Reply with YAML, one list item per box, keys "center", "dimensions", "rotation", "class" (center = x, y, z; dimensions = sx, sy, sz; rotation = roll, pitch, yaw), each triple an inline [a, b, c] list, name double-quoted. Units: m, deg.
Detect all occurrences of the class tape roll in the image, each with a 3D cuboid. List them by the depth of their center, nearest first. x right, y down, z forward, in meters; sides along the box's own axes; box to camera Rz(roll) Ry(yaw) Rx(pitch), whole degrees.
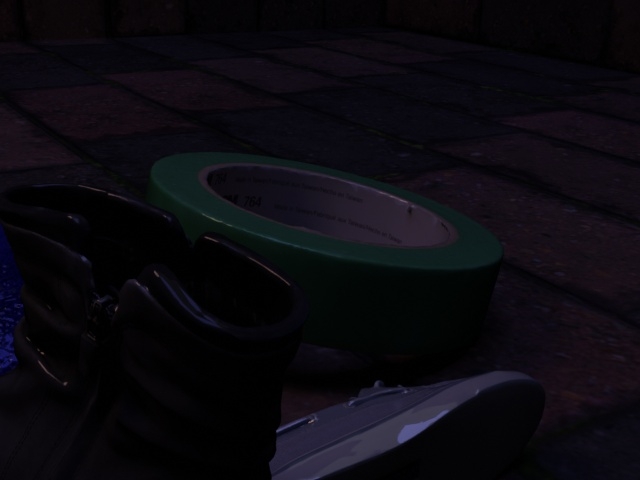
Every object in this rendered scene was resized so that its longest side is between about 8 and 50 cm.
- center: [0.000, 0.000, 0.811]
  dimensions: [0.321, 0.077, 0.321]
  rotation: [13, 15, -4]
  class: "tape roll"

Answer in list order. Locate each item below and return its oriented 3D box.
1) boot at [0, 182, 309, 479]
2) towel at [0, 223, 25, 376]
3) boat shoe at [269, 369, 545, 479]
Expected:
- center: [-0.146, 0.070, 0.472]
  dimensions: [0.338, 0.222, 0.118]
  rotation: [12, 23, 27]
  class: "boot"
- center: [-0.301, 0.022, 0.698]
  dimensions: [0.308, 0.076, 0.227]
  rotation: [20, 20, 0]
  class: "towel"
- center: [0.040, 0.121, 0.559]
  dimensions: [0.227, 0.079, 0.081]
  rotation: [-15, 29, -31]
  class: "boat shoe"
